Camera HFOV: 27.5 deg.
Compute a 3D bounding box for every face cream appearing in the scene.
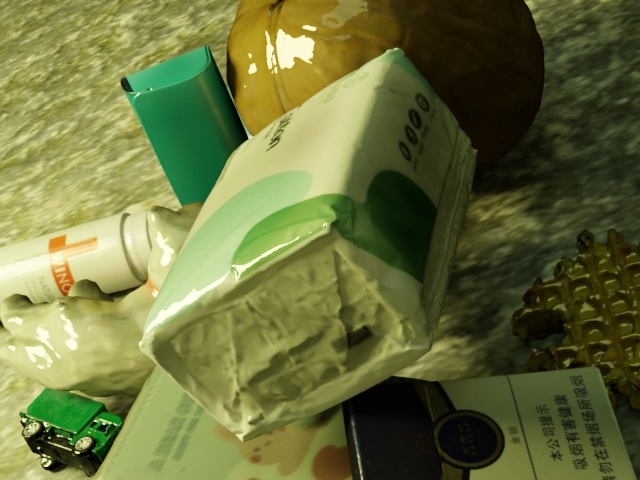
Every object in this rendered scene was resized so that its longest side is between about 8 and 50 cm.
[{"bbox_3d":[-0.324,0.032,1.740,0.345,0.102,0.102,-15,38,12],"label":"face cream"}]

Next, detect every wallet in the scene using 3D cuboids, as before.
[{"bbox_3d":[-0.041,0.219,1.362,0.360,0.083,0.252,8,44,18],"label":"wallet"}]

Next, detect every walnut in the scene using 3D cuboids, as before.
[{"bbox_3d":[0.082,-0.212,1.610,0.354,0.398,0.308,8,84,52],"label":"walnut"}]

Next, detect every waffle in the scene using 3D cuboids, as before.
[{"bbox_3d":[0.321,0.083,1.394,0.231,0.051,0.228,17,50,39],"label":"waffle"}]

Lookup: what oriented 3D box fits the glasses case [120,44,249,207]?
[{"bbox_3d":[-0.134,-0.086,1.620,0.117,0.301,0.070,-21,39,4],"label":"glasses case"}]

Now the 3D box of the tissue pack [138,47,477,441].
[{"bbox_3d":[-0.001,-0.001,1.331,0.266,0.194,0.356,-30,23,30],"label":"tissue pack"}]

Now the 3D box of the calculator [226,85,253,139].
[{"bbox_3d":[-0.058,-0.221,1.945,0.173,0.051,0.293,17,53,38],"label":"calculator"}]

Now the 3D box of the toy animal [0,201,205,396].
[{"bbox_3d":[-0.225,0.059,1.536,0.308,0.188,0.266,17,60,6],"label":"toy animal"}]

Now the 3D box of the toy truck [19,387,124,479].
[{"bbox_3d":[-0.280,0.229,1.512,0.147,0.065,0.079,11,46,38],"label":"toy truck"}]

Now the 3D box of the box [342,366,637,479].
[{"bbox_3d":[0.156,0.208,1.243,0.259,0.071,0.168,-4,44,-6],"label":"box"}]
